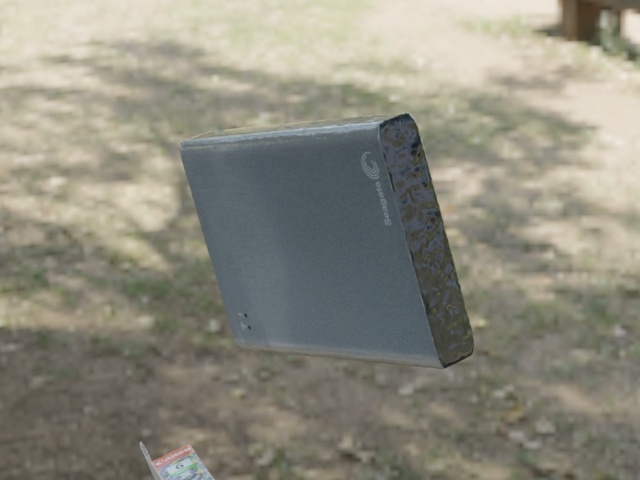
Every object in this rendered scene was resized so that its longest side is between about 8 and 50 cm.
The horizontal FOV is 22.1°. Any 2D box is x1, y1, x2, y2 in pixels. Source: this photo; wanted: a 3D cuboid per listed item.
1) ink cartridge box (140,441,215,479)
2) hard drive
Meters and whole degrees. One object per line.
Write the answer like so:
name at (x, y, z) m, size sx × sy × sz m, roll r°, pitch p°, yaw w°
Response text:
ink cartridge box at (-0.076, 0.162, 1.003) m, size 0.029 × 0.063 × 0.115 m, roll -25°, pitch 19°, yaw -11°
hard drive at (0.000, 0.000, 0.646) m, size 0.022 × 0.094 × 0.135 m, roll -23°, pitch 13°, yaw -35°
